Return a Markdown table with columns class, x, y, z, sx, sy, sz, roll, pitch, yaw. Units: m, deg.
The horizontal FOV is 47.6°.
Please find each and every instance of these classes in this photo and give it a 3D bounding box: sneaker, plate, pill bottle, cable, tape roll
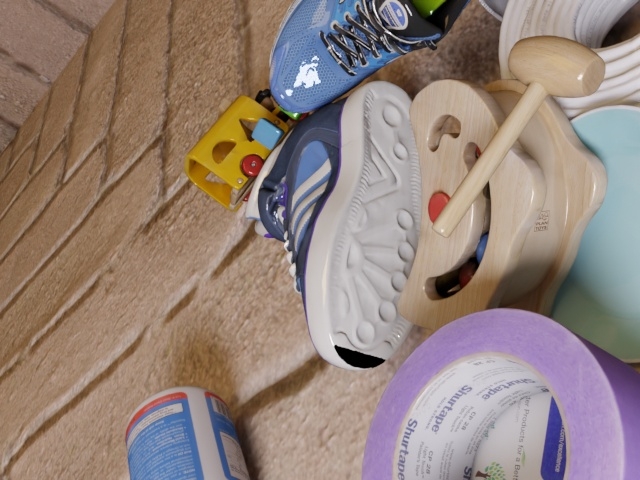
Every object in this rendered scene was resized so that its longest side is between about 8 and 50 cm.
| class | x | y | z | sx | sy | sz | roll | pitch | yaw |
| --- | --- | --- | --- | --- | --- | --- | --- | --- | --- |
| sneaker | 0.061 | -0.247 | 0.763 | 0.330 | 0.130 | 0.147 | -38 | 19 | 28 |
| plate | 0.220 | -0.005 | 0.535 | 0.188 | 0.024 | 0.188 | 18 | 110 | 61 |
| pill bottle | -0.134 | 0.270 | 0.762 | 0.124 | 0.124 | 0.221 | -51 | 34 | 15 |
| cable | 0.269 | -0.187 | 0.598 | 0.257 | 0.089 | 0.257 | -9 | 59 | 50 |
| tape roll | 0.119 | 0.143 | 0.452 | 0.189 | 0.080 | 0.189 | -32 | 43 | 36 |
| sneaker | 0.000 | -0.001 | 0.801 | 0.236 | 0.130 | 0.323 | -27 | 49 | 52 |

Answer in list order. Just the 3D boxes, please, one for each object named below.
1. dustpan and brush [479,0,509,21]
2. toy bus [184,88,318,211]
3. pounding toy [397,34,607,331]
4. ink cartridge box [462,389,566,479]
| class | x | y | z | sx | sy | sz | roll | pitch | yaw |
| --- | --- | --- | --- | --- | --- | --- | --- | --- | --- |
| dustpan and brush | 0.204 | -0.332 | 0.816 | 0.147 | 0.060 | 0.211 | -52 | 35 | 13 |
| toy bus | -0.093 | -0.141 | 0.964 | 0.191 | 0.104 | 0.202 | -55 | -2 | 23 |
| pounding toy | 0.104 | -0.040 | 0.560 | 0.154 | 0.154 | 0.270 | 49 | 136 | 45 |
| ink cartridge box | 0.222 | 0.169 | 0.421 | 0.332 | 0.065 | 0.165 | -9 | 59 | 52 |
